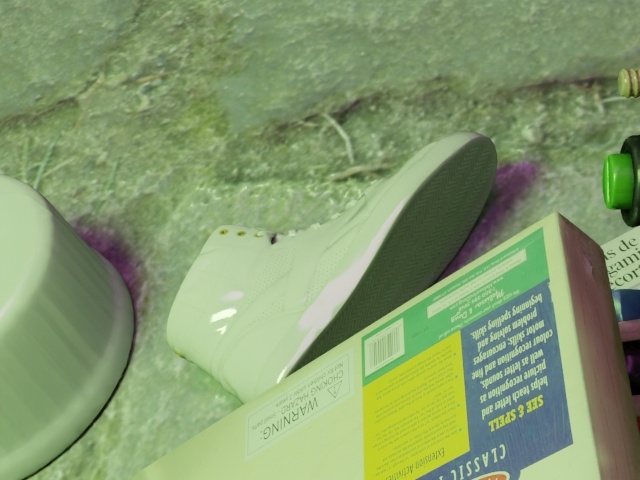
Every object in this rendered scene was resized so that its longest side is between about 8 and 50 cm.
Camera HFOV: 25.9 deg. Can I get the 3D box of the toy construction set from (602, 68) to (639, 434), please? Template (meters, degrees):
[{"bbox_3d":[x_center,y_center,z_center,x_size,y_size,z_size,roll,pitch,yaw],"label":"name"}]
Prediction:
[{"bbox_3d":[0.295,0.084,0.807,0.237,0.257,0.309,0,49,0],"label":"toy construction set"}]

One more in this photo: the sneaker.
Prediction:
[{"bbox_3d":[0.000,0.000,1.121,0.169,0.108,0.292,28,67,38],"label":"sneaker"}]

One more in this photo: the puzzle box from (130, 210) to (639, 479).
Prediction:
[{"bbox_3d":[0.018,0.187,0.857,0.409,0.052,0.272,-34,37,31],"label":"puzzle box"}]

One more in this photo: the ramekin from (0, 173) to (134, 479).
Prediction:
[{"bbox_3d":[-0.312,0.071,1.187,0.277,0.135,0.277,-14,45,14],"label":"ramekin"}]

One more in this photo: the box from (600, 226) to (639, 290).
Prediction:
[{"bbox_3d":[0.303,-0.002,1.005,0.324,0.067,0.063,-28,43,0],"label":"box"}]
